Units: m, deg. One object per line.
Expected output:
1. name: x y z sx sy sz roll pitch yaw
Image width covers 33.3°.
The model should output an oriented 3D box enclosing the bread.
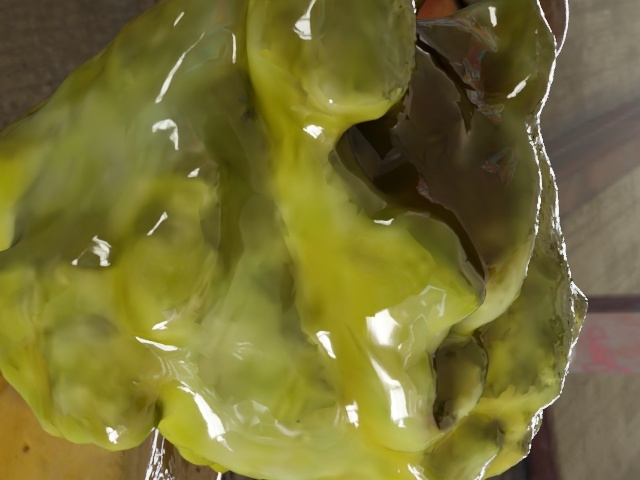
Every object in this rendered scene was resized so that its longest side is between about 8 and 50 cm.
1. bread: -0.275 0.244 1.339 0.361 0.250 0.394 5 -89 -74

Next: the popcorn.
1. popcorn: 0.000 0.000 0.473 0.250 0.241 0.235 40 -137 -40

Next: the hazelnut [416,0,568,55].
1. hazelnut: 0.139 -0.229 1.140 0.217 0.251 0.217 56 -166 -21
